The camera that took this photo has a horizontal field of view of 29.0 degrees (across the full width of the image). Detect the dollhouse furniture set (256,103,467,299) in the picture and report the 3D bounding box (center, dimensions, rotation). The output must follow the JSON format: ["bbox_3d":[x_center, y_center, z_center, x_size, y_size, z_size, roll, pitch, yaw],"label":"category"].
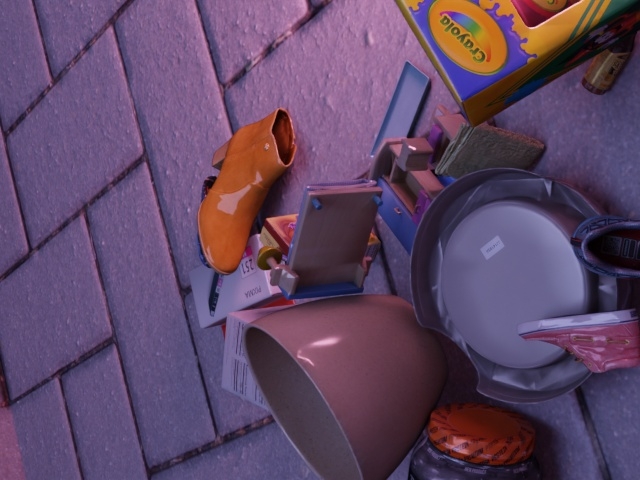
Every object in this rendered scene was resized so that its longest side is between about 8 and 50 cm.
[{"bbox_3d":[0.046,-0.087,1.963,0.198,0.303,0.286,55,142,45],"label":"dollhouse furniture set"}]

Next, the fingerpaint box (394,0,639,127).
[{"bbox_3d":[0.240,-0.439,1.627,0.371,0.163,0.445,-30,78,7],"label":"fingerpaint box"}]

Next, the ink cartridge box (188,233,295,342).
[{"bbox_3d":[-0.152,0.137,2.481,0.275,0.060,0.239,-27,72,49],"label":"ink cartridge box"}]

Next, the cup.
[{"bbox_3d":[0.063,0.217,1.972,0.331,0.237,0.331,49,159,27],"label":"cup"}]

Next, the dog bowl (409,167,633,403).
[{"bbox_3d":[0.300,0.060,1.825,0.348,0.102,0.349,7,101,38],"label":"dog bowl"}]

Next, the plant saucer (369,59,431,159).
[{"bbox_3d":[0.138,-0.209,2.109,0.067,0.018,0.192,46,128,38],"label":"plant saucer"}]

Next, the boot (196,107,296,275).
[{"bbox_3d":[-0.133,-0.097,2.349,0.211,0.104,0.295,-27,53,45],"label":"boot"}]

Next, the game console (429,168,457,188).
[{"bbox_3d":[0.211,-0.061,1.989,0.107,0.071,0.122,9,-107,-85],"label":"game console"}]

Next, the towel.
[{"bbox_3d":[0.256,-0.127,1.873,0.110,0.148,0.027,-58,31,36],"label":"towel"}]

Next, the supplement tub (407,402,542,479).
[{"bbox_3d":[0.229,0.438,1.921,0.207,0.207,0.338,22,111,48],"label":"supplement tub"}]

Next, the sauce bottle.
[{"bbox_3d":[0.414,-0.265,1.737,0.042,0.042,0.128,54,134,33],"label":"sauce bottle"}]

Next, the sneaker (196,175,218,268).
[{"bbox_3d":[-0.208,-0.026,2.488,0.087,0.083,0.221,104,172,-47],"label":"sneaker"}]

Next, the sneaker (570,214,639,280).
[{"bbox_3d":[0.453,0.023,1.594,0.261,0.125,0.104,2,93,16],"label":"sneaker"}]

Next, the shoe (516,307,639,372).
[{"bbox_3d":[0.352,0.142,1.687,0.178,0.063,0.081,-10,86,36],"label":"shoe"}]

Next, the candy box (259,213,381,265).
[{"bbox_3d":[0.000,0.000,2.170,0.109,0.186,0.053,50,133,35],"label":"candy box"}]

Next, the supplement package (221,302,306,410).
[{"bbox_3d":[-0.038,0.214,2.235,0.203,0.194,0.149,18,107,46],"label":"supplement package"}]
